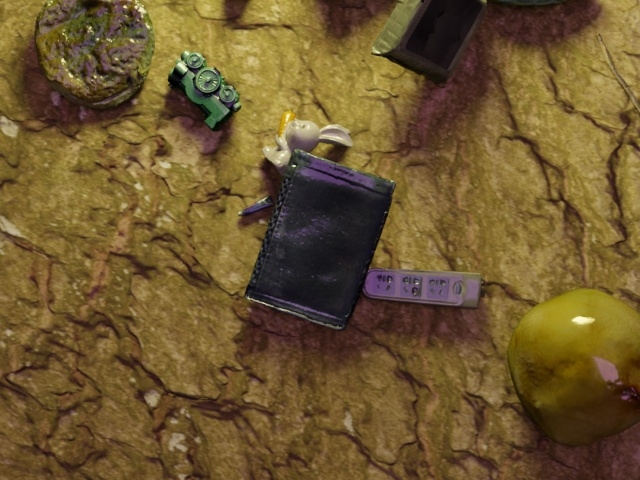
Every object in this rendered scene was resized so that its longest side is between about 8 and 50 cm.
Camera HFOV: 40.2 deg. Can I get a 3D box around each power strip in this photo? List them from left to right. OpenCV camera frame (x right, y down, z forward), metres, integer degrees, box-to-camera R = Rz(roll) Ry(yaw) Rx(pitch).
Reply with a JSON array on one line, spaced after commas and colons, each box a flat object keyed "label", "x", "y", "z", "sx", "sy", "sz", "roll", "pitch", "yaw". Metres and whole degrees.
[{"label": "power strip", "x": 0.217, "y": 0.100, "z": 1.906, "sx": 0.286, "sy": 0.048, "sz": 0.080, "roll": 5, "pitch": 83, "yaw": 0}]

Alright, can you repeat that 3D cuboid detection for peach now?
[{"label": "peach", "x": 0.544, "y": 0.250, "z": 1.775, "sx": 0.281, "sy": 0.315, "sz": 0.314, "roll": -4, "pitch": 76, "yaw": -18}]

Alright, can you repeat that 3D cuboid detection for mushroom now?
[{"label": "mushroom", "x": 0.692, "y": -0.344, "z": 1.985, "sx": 0.026, "sy": 0.028, "sz": 0.286, "roll": -27, "pitch": 82, "yaw": 38}]

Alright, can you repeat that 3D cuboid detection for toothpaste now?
[{"label": "toothpaste", "x": -0.143, "y": -0.074, "z": 1.926, "sx": 0.083, "sy": 0.019, "sz": 0.027, "roll": -24, "pitch": 61, "yaw": -5}]

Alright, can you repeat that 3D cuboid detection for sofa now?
[{"label": "sofa", "x": 0.217, "y": -0.487, "z": 1.910, "sx": 0.210, "sy": 0.176, "sz": 0.225, "roll": 12, "pitch": 113, "yaw": -38}]

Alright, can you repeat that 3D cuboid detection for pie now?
[{"label": "pie", "x": -0.499, "y": -0.429, "z": 1.923, "sx": 0.277, "sy": 0.078, "sz": 0.277, "roll": 0, "pitch": 83, "yaw": 0}]

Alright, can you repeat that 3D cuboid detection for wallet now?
[{"label": "wallet", "x": 0.000, "y": 0.000, "z": 1.868, "sx": 0.237, "sy": 0.075, "sz": 0.342, "roll": 19, "pitch": 98, "yaw": 1}]

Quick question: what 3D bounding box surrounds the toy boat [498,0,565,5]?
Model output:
[{"label": "toy boat", "x": 0.463, "y": -0.634, "z": 1.938, "sx": 0.330, "sy": 0.123, "sz": 0.215, "roll": 2, "pitch": 85, "yaw": -12}]

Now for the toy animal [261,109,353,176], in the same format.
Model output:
[{"label": "toy animal", "x": -0.033, "y": -0.219, "z": 1.923, "sx": 0.182, "sy": 0.131, "sz": 0.127, "roll": -40, "pitch": 118, "yaw": 2}]

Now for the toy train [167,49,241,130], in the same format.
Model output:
[{"label": "toy train", "x": -0.256, "y": -0.334, "z": 1.928, "sx": 0.104, "sy": 0.071, "sz": 0.178, "roll": -45, "pitch": 88, "yaw": 5}]
